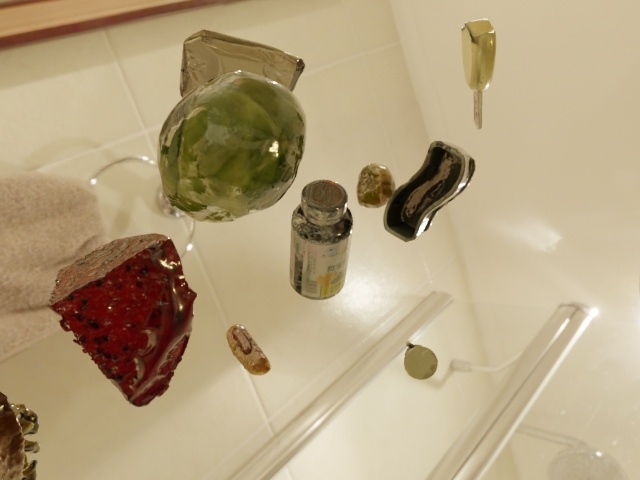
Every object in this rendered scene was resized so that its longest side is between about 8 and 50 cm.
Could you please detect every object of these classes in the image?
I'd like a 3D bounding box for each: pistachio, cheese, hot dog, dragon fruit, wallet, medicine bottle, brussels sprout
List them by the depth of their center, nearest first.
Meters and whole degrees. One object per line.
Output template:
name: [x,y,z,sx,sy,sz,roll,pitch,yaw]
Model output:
brussels sprout: [-0.149,-0.132,0.891,0.210,0.219,0.271,31,-43,-16]
dragon fruit: [-0.401,0.168,1.090,0.302,0.240,0.329,-2,-78,42]
cheese: [0.329,-0.343,1.185,0.050,0.127,0.255,-11,-41,5]
wallet: [-0.185,-0.351,1.297,0.275,0.068,0.335,14,-24,-12]
medicine bottle: [0.000,0.000,1.298,0.141,0.141,0.293,34,-37,26]
pistachio: [0.134,-0.135,1.380,0.100,0.189,0.110,-11,-83,10]
hot dog: [-0.186,0.265,1.393,0.216,0.066,0.047,39,-29,57]

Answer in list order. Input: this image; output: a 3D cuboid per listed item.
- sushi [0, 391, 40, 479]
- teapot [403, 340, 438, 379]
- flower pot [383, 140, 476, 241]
sushi: [-0.458,0.317,0.704,0.179,0.167,0.296,-146,-121,-74]
teapot: [0.168,0.204,0.983,0.067,0.057,0.083,58,1,6]
flower pot: [0.237,-0.106,1.232,0.103,0.108,0.229,43,-65,15]
